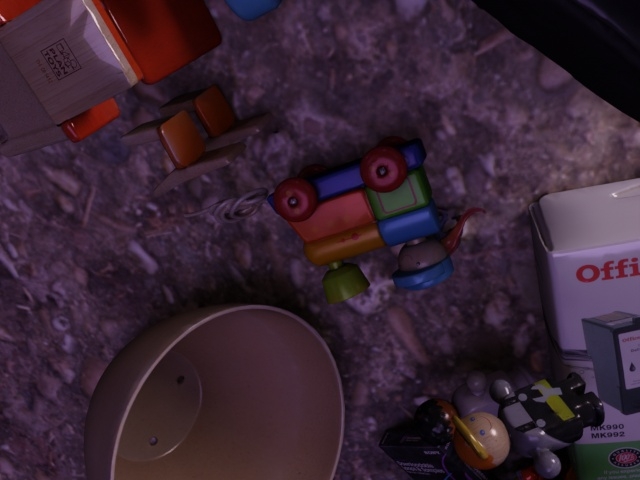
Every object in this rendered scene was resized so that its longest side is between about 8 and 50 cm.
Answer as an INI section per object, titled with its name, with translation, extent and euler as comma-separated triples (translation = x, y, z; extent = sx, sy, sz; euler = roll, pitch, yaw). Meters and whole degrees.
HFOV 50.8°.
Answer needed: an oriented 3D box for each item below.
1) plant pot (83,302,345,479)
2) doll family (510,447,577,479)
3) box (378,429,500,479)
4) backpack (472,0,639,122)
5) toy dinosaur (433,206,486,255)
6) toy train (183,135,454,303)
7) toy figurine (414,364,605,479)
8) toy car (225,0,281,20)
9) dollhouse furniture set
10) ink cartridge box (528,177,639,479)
[plant pot]
translation = -0.139, 0.200, 0.737
extent = 0.191, 0.284, 0.284
euler = 4, 122, 47
[doll family]
translation = 0.354, 0.310, 0.765
extent = 0.263, 0.118, 0.163
euler = 1, 115, 9
[box]
translation = 0.159, 0.286, 0.805
extent = 0.162, 0.029, 0.116
euler = 46, 147, -12
[backpack]
translation = 0.285, -0.279, 0.442
extent = 0.290, 0.273, 0.355
euler = 33, 99, -15
[toy dinosaur]
translation = 0.120, 0.009, 0.688
extent = 0.047, 0.090, 0.082
euler = 20, 73, -12
[toy train]
translation = 0.000, 0.000, 0.670
extent = 0.248, 0.105, 0.143
euler = -18, 99, 16
[toy figurine]
translation = 0.185, 0.232, 0.648
extent = 0.148, 0.213, 0.209
euler = -20, 89, -8
[toy car]
translation = -0.026, -0.277, 0.482
extent = 0.219, 0.238, 0.210
euler = -23, 110, 19
[dollhouse furniture set]
translation = -0.151, -0.166, 0.545
extent = 0.135, 0.259, 0.262
euler = -18, 113, 27
[ink cartridge box]
translation = 0.335, 0.091, 0.663
extent = 0.211, 0.121, 0.289
euler = -11, 114, 14
